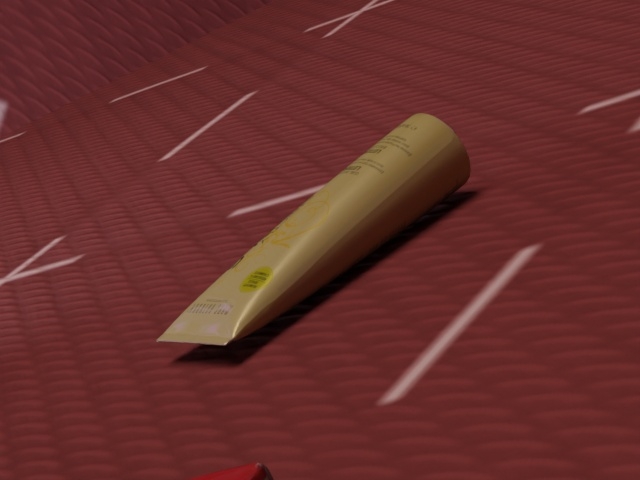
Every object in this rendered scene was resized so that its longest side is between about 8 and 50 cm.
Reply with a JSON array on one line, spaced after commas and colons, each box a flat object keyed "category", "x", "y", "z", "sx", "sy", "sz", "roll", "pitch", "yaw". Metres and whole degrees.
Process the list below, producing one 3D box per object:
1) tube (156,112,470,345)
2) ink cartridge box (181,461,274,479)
[{"category": "tube", "x": 0.000, "y": 0.000, "z": 1.306, "sx": 0.240, "sy": 0.062, "sz": 0.070, "roll": -38, "pitch": -23, "yaw": -26}, {"category": "ink cartridge box", "x": -0.145, "y": 0.198, "z": 0.702, "sx": 0.273, "sy": 0.114, "sz": 0.197, "roll": -16, "pitch": 18, "yaw": 32}]
